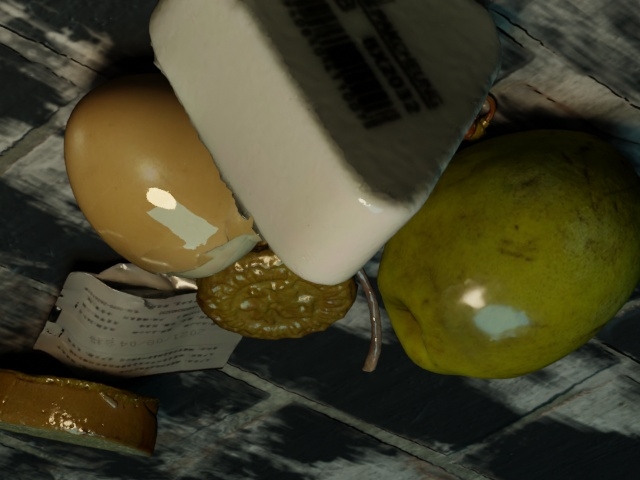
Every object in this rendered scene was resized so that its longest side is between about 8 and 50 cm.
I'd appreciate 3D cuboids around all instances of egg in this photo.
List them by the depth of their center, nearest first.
[{"bbox_3d":[-0.146,-0.068,1.867,0.244,0.201,0.201,35,131,-26],"label":"egg"}]

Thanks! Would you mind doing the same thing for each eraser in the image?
[{"bbox_3d":[-0.011,-0.158,1.733,0.331,0.331,0.150,13,141,-24],"label":"eraser"}]

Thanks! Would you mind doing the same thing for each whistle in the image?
[{"bbox_3d":[0.137,-0.137,1.948,0.109,0.057,0.046,11,-171,-36],"label":"whistle"}]

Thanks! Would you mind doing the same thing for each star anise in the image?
[{"bbox_3d":[0.000,0.000,1.968,0.148,0.227,0.218,-15,149,6],"label":"star anise"}]

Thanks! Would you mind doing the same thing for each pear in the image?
[{"bbox_3d":[0.211,0.015,1.967,0.307,0.253,0.253,-23,149,-14],"label":"pear"}]

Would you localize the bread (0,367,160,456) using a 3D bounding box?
[{"bbox_3d":[-0.311,0.212,2.306,0.236,0.070,0.236,10,168,2],"label":"bread"}]

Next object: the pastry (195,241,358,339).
[{"bbox_3d":[-0.053,0.033,2.107,0.188,0.103,0.189,-2,146,-1],"label":"pastry"}]

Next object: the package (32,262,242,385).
[{"bbox_3d":[-0.204,0.106,2.240,0.250,0.062,0.204,6,146,-21],"label":"package"}]
